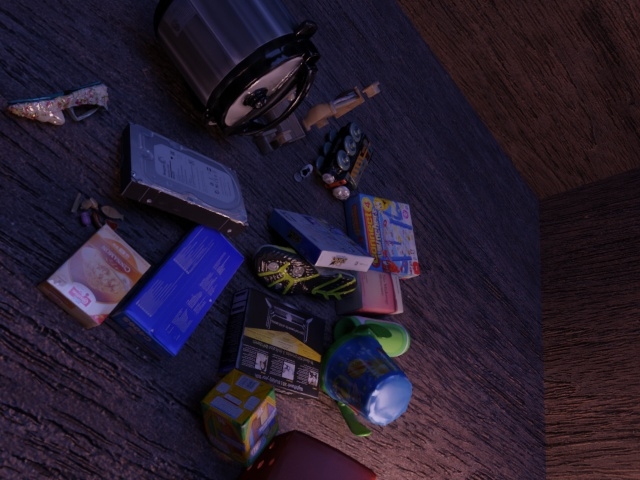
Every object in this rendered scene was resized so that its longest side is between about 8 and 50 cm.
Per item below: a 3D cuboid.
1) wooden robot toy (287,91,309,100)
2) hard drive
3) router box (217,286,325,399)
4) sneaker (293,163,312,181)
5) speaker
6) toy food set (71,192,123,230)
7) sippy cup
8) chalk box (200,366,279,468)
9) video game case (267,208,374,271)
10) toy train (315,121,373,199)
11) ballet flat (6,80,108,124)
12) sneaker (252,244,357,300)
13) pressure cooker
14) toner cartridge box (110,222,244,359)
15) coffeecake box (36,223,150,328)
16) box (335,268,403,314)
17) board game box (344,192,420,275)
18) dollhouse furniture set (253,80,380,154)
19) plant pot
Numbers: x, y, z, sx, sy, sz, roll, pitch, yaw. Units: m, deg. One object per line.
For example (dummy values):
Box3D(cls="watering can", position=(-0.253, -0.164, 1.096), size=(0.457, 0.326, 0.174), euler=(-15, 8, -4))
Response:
Box3D(cls="wooden robot toy", position=(-0.126, -0.504, 1.582), size=(0.076, 0.173, 0.079), euler=(-53, 141, -42))
Box3D(cls="hard drive", position=(-0.357, -0.159, 1.281), size=(0.339, 0.064, 0.237), euler=(22, 36, -39))
Box3D(cls="router box", position=(-0.126, 0.302, 1.383), size=(0.309, 0.081, 0.243), euler=(30, 53, -36))
Box3D(cls="sneaker", position=(-0.052, -0.246, 1.728), size=(0.040, 0.044, 0.109), euler=(54, 41, -14))
Box3D(cls="speaker", position=(0.184, 0.336, 1.675), size=(0.296, 0.131, 0.131), euler=(17, 62, -43))
Box3D(cls="toy food set", position=(-0.531, -0.058, 1.142), size=(0.122, 0.019, 0.078), euler=(39, 41, -41))
Box3D(cls="sippy cup", position=(0.147, 0.425, 1.452), size=(0.240, 0.224, 0.305), euler=(-33, 119, -18))
Box3D(cls="chalk box", position=(-0.193, 0.448, 1.181), size=(0.132, 0.132, 0.213), euler=(-42, 140, -46))
Box3D(cls="video game case", position=(0.000, 0.000, 1.542), size=(0.244, 0.061, 0.269), euler=(8, 24, -45))
Box3D(cls="toy train", position=(0.100, -0.310, 1.859), size=(0.190, 0.142, 0.334), euler=(52, 42, -32))
Box3D(cls="ballet flat", position=(-0.601, -0.316, 1.135), size=(0.241, 0.091, 0.077), euler=(-37, 124, -45))
Box3D(cls="sneaker", position=(-0.060, 0.087, 1.537), size=(0.385, 0.145, 0.147), euler=(22, 29, -38))
Box3D(cls="pressure cooker", position=(-0.223, -0.524, 1.387), size=(0.375, 0.370, 0.420), euler=(-36, 91, -21))
Box3D(cls="toner cartridge box", position=(-0.348, 0.113, 1.228), size=(0.165, 0.075, 0.348), euler=(49, 44, -19))
Box3D(cls="coffeecake box", position=(-0.502, 0.079, 1.080), size=(0.142, 0.068, 0.185), euler=(49, 45, -22))
Box3D(cls="box", position=(0.171, 0.191, 1.720), size=(0.232, 0.127, 0.148), euler=(13, 65, -44))
Box3D(cls="board game box", position=(0.245, -0.010, 1.896), size=(0.302, 0.086, 0.308), euler=(7, 71, -42))
Box3D(cls="dollhouse furniture set", position=(-0.036, -0.465, 1.599), size=(0.303, 0.355, 0.174), euler=(-37, 101, -48))
Box3D(cls="plant pot", position=(-0.068, 0.629, 1.192), size=(0.236, 0.267, 0.267), euler=(47, 44, -6))
